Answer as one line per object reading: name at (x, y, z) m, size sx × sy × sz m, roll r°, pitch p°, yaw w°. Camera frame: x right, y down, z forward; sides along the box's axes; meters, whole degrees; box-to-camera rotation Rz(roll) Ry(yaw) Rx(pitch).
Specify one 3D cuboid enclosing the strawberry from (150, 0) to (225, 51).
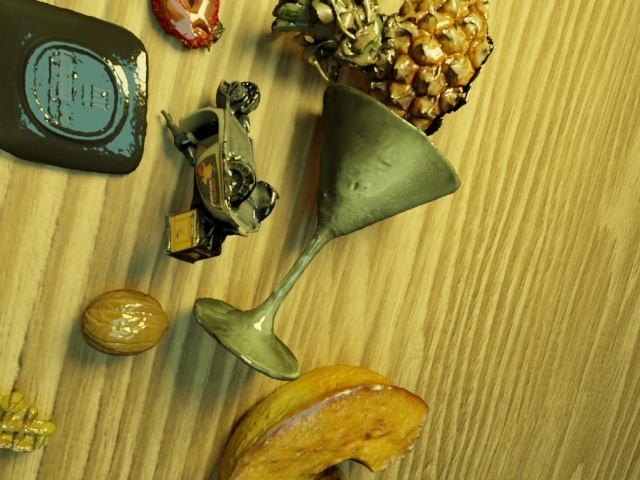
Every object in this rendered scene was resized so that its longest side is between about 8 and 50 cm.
strawberry at (-0.198, -0.353, 0.584) m, size 0.104 × 0.048 × 0.152 m, roll -40°, pitch 118°, yaw -16°

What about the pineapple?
pineapple at (0.068, -0.311, 0.598) m, size 0.272 × 0.262 × 0.262 m, roll 15°, pitch 95°, yaw -26°

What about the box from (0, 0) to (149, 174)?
box at (-0.343, -0.205, 0.552) m, size 0.201 × 0.042 × 0.212 m, roll 5°, pitch 100°, yaw -27°

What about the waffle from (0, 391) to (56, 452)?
waffle at (-0.504, 0.308, 0.585) m, size 0.194 × 0.051 × 0.149 m, roll -32°, pitch 109°, yaw -17°

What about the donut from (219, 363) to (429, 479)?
donut at (-0.013, 0.430, 0.780) m, size 0.378 × 0.163 × 0.435 m, roll 21°, pitch 94°, yaw -26°

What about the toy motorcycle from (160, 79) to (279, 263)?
toy motorcycle at (-0.147, -0.112, 0.571) m, size 0.091 × 0.157 × 0.263 m, roll 38°, pitch 41°, yaw -62°

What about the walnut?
walnut at (-0.297, 0.127, 0.617) m, size 0.124 × 0.105 × 0.105 m, roll 23°, pitch 91°, yaw -31°

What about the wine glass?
wine glass at (0.000, 0.000, 0.644) m, size 0.267 × 0.267 × 0.406 m, roll 36°, pitch 88°, yaw -27°
